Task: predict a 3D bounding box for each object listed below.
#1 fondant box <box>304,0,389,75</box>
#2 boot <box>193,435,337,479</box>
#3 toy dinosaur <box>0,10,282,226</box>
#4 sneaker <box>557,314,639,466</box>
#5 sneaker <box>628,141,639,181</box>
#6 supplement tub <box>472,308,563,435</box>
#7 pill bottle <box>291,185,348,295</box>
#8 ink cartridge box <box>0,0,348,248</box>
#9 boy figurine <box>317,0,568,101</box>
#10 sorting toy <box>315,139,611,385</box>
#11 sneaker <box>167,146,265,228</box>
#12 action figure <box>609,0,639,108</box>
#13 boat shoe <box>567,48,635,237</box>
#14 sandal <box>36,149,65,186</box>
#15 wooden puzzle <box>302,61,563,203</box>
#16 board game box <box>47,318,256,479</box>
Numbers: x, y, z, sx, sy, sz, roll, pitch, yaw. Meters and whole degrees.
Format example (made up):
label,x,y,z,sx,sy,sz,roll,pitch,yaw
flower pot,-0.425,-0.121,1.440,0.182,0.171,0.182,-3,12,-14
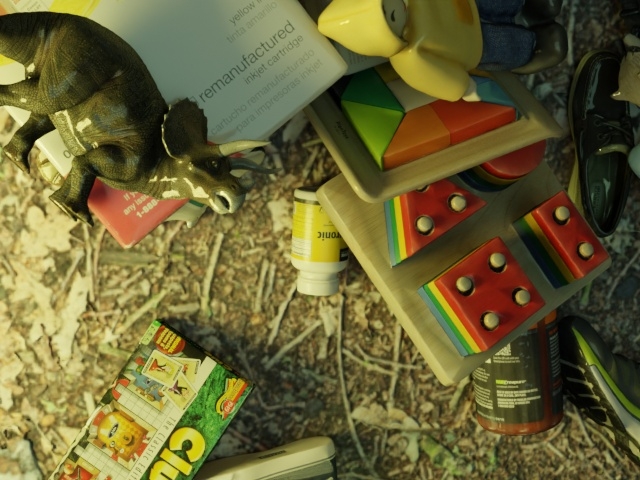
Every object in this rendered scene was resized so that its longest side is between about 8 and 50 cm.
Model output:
label,x,y,z,sx,sy,sz,roll,pitch,yaw
fondant box,0.135,-0.344,1.264,0.330,0.096,0.238,-20,125,-10
boot,-0.067,0.289,1.374,0.190,0.069,0.086,-11,98,-14
toy dinosaur,-0.201,-0.116,1.045,0.313,0.121,0.160,45,79,-5
sneaker,0.391,0.184,1.478,0.300,0.111,0.121,45,76,-24
sneaker,0.433,-0.042,1.427,0.232,0.081,0.090,27,136,-28
supplement tub,0.228,0.122,1.408,0.106,0.106,0.198,-9,103,-14
pill bottle,0.000,0.000,1.341,0.065,0.065,0.116,0,101,-16
ink cartridge box,-0.204,-0.228,1.154,0.279,0.160,0.384,-39,100,-2
boy figurine,0.118,-0.225,1.165,0.285,0.092,0.177,-2,88,-42
sorting toy,0.174,-0.021,1.301,0.257,0.089,0.255,-33,88,-24
sneaker,-0.134,-0.058,1.305,0.161,0.057,0.075,-21,122,-13
action figure,0.453,-0.273,1.365,0.330,0.178,0.341,-39,112,-16
boat shoe,0.338,-0.112,1.411,0.080,0.073,0.223,0,101,-16
sandal,-0.211,-0.102,1.275,0.180,0.049,0.072,-15,98,0
wooden puzzle,0.105,-0.151,1.271,0.239,0.221,0.044,-18,138,-14
board game box,-0.198,0.230,1.321,0.136,0.030,0.259,33,90,4
